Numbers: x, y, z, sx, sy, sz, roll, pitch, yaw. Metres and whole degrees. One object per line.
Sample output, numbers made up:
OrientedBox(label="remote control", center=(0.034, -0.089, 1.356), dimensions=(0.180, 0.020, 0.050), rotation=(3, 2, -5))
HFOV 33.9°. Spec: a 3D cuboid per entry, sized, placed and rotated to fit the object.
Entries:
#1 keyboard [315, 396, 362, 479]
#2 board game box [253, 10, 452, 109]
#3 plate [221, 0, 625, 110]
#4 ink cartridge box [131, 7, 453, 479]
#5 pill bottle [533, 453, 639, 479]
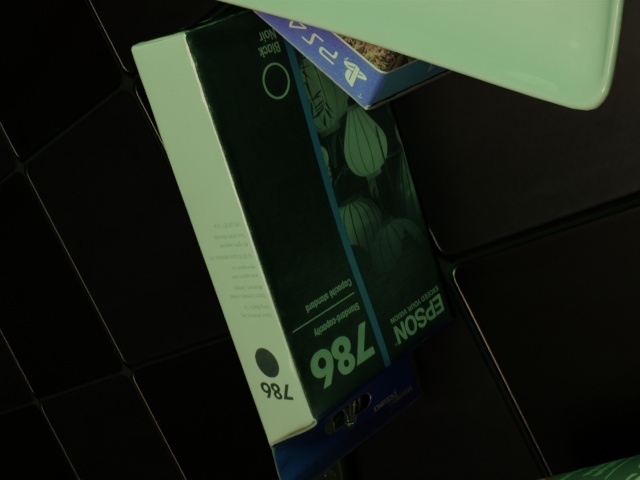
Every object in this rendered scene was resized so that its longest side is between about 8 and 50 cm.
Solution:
OrientedBox(label="keyboard", center=(0.001, 0.141, 0.917), dimensions=(0.108, 0.023, 0.180), rotation=(19, 126, 46))
OrientedBox(label="board game box", center=(0.036, -0.264, 0.553), dimensions=(0.232, 0.141, 0.291), rotation=(43, 136, 19))
OrientedBox(label="plate", center=(0.025, -0.221, 0.444), dimensions=(0.278, 0.045, 0.277), rotation=(24, 129, 34))
OrientedBox(label="ink cartridge box", center=(0.000, 0.000, 0.726), dimensions=(0.065, 0.165, 0.333), rotation=(-2, 112, 45))
OrientedBox(label="pill bottle", center=(0.246, 0.205, 0.561), dimensions=(0.363, 0.210, 0.210), rotation=(-32, 88, 49))
